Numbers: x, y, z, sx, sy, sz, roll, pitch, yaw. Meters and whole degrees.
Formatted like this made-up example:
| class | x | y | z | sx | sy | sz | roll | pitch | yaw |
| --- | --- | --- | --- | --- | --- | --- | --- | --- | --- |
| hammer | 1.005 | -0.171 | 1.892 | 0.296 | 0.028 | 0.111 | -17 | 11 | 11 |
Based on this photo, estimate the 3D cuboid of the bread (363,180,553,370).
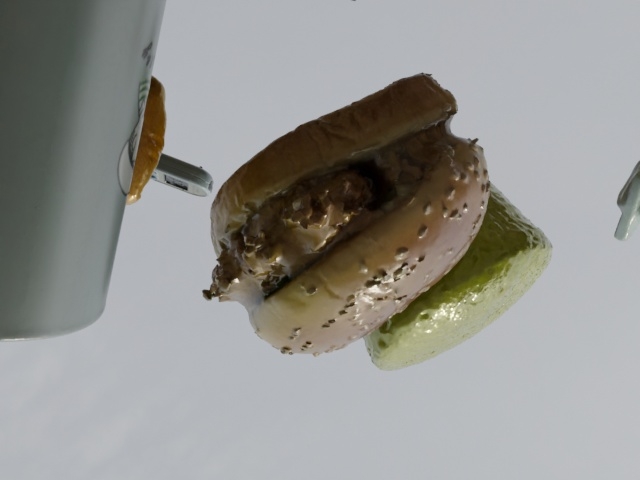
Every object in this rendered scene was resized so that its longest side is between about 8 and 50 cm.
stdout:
| class | x | y | z | sx | sy | sz | roll | pitch | yaw |
| --- | --- | --- | --- | --- | --- | --- | --- | --- | --- |
| bread | 0.169 | 0.024 | 1.406 | 0.348 | 0.348 | 0.308 | -35 | -110 | -8 |

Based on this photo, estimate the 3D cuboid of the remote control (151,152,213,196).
| class | x | y | z | sx | sy | sz | roll | pitch | yaw |
| --- | --- | --- | --- | --- | --- | --- | --- | --- | --- |
| remote control | -0.307 | -0.139 | 1.520 | 0.244 | 0.087 | 0.047 | 21 | -107 | -4 |

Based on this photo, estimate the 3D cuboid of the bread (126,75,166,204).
| class | x | y | z | sx | sy | sz | roll | pitch | yaw |
| --- | --- | --- | --- | --- | --- | --- | --- | --- | --- |
| bread | -0.304 | -0.136 | 0.978 | 0.245 | 0.121 | 0.174 | 15 | -104 | -15 |

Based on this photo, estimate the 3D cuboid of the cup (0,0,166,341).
| class | x | y | z | sx | sy | sz | roll | pitch | yaw |
| --- | --- | --- | --- | --- | --- | --- | --- | --- | --- |
| cup | -0.217 | -0.109 | 0.566 | 0.205 | 0.205 | 0.312 | 21 | -76 | 21 |

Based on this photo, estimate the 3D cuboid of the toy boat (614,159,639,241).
| class | x | y | z | sx | sy | sz | roll | pitch | yaw |
| --- | --- | --- | --- | --- | --- | --- | --- | --- | --- |
| toy boat | 0.475 | -0.093 | 1.055 | 0.290 | 0.200 | 0.100 | -34 | -130 | -30 |

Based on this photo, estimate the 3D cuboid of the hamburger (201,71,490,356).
| class | x | y | z | sx | sy | sz | roll | pitch | yaw |
| --- | --- | --- | --- | --- | --- | --- | --- | --- | --- |
| hamburger | 0.000 | 0.000 | 1.123 | 0.445 | 0.287 | 0.268 | -39 | -103 | 37 |
